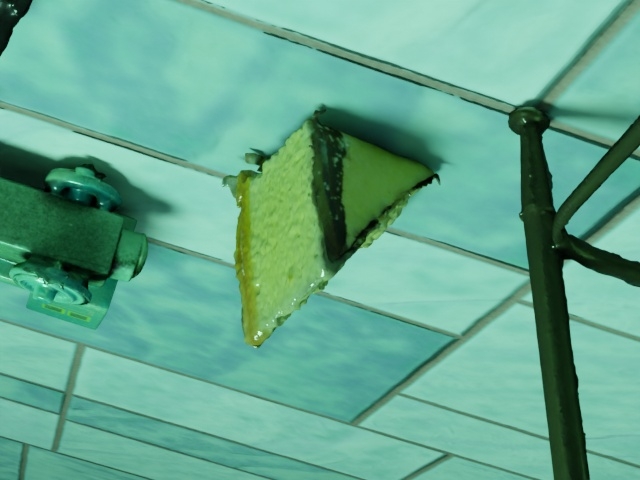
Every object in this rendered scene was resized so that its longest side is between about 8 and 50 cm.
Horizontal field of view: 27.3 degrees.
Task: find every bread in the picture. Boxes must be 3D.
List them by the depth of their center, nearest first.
[{"bbox_3d":[0.000,0.000,0.967,0.127,0.152,0.147,22,148,-20],"label":"bread"}]

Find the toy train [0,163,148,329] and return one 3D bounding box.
[{"bbox_3d":[-0.303,-0.015,1.153,0.298,0.120,0.194,19,162,-10],"label":"toy train"}]

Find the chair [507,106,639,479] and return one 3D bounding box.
[{"bbox_3d":[0.278,0.088,0.648,0.361,0.410,0.365,16,158,-5],"label":"chair"}]

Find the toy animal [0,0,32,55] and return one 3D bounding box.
[{"bbox_3d":[-0.292,-0.128,0.804,0.094,0.225,0.121,49,135,13],"label":"toy animal"}]
